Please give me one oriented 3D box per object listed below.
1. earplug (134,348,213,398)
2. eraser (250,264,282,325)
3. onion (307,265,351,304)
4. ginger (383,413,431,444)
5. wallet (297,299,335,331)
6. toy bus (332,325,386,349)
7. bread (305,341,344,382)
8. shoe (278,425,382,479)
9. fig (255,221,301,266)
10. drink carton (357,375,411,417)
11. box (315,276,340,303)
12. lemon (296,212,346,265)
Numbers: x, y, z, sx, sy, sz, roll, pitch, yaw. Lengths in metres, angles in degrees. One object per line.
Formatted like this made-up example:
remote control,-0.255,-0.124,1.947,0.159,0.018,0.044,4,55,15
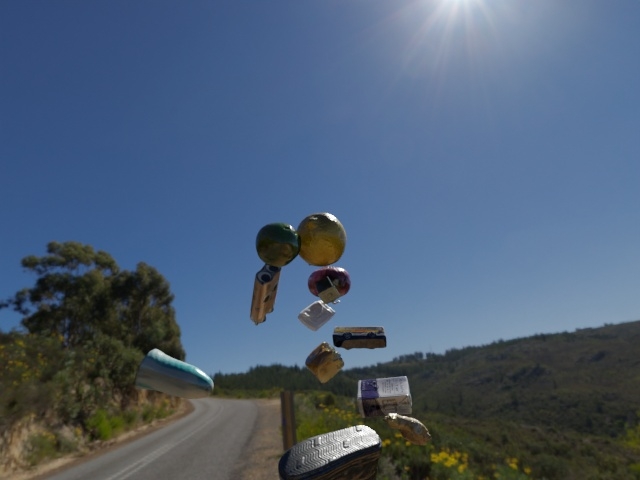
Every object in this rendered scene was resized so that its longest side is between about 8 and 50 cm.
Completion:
earplug,-0.641,0.632,1.928,0.324,0.184,0.185,17,-20,7
eraser,-0.255,0.242,1.974,0.087,0.171,0.290,27,-48,14
onion,0.046,0.206,2.089,0.208,0.200,0.200,25,-26,-1
ginger,0.269,0.589,1.349,0.165,0.067,0.096,31,-25,-7
wallet,-0.019,0.367,2.104,0.183,0.124,0.031,-30,-31,-47
toy bus,0.126,0.312,1.378,0.172,0.072,0.057,-3,-65,9
bread,0.009,0.373,1.324,0.106,0.082,0.125,-34,19,-13
shoe,0.033,0.795,1.444,0.384,0.236,0.171,-5,16,-32
fig,-0.161,0.019,1.670,0.181,0.180,0.191,1,5,-20
drink carton,0.277,0.676,1.848,0.223,0.101,0.134,-9,14,10
box,0.028,0.220,1.891,0.084,0.069,0.122,-28,-38,1
lemon,0.000,-0.004,1.847,0.229,0.228,0.253,-6,-32,-3
